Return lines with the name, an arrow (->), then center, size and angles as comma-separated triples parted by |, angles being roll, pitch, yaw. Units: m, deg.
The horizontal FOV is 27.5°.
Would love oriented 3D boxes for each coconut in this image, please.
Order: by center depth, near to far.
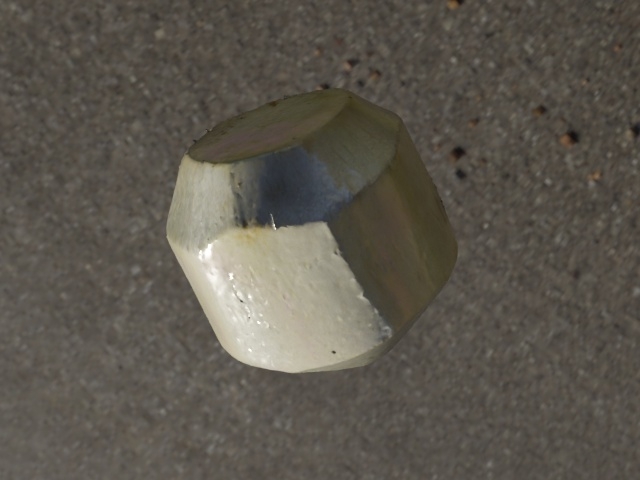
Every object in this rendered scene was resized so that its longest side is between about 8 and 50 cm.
coconut -> -0.004, 0.001, 1.061 | 0.241, 0.241, 0.241 | 16, 125, 24
